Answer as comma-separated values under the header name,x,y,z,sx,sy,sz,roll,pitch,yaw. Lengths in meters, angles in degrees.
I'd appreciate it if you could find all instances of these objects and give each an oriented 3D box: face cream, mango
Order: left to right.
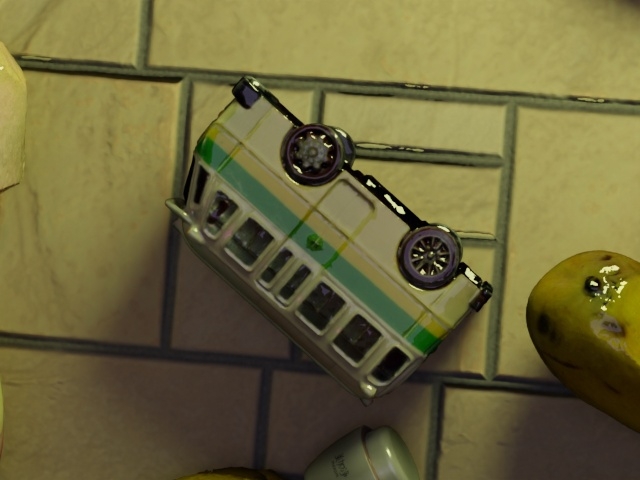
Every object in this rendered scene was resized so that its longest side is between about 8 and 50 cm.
name,x,y,z,sx,sy,sz,roll,pitch,yaw
face cream,0.040,0.228,1.657,0.095,0.091,0.091,-27,88,12
mango,0.305,0.114,1.597,0.262,0.167,0.130,37,77,-7

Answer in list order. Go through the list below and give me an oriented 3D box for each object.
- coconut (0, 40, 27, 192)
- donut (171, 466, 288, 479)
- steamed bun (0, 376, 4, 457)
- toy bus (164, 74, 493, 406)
name,x,y,z,sx,sy,sz,roll,pitch,yaw
coconut,-0.392,-0.114,1.640,0.245,0.233,0.233,-20,89,12
donut,-0.115,0.338,1.640,0.272,0.107,0.272,-3,77,14
steamed bun,-0.423,0.175,1.626,0.309,0.309,0.309,0,90,5
toy bus,0.000,0.000,1.633,0.305,0.143,0.179,42,96,2
